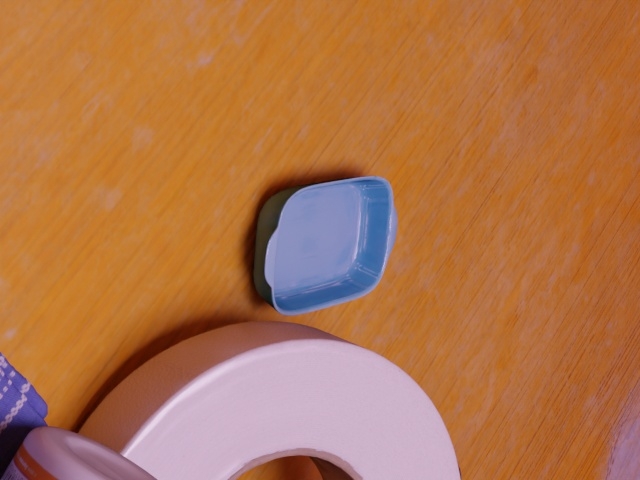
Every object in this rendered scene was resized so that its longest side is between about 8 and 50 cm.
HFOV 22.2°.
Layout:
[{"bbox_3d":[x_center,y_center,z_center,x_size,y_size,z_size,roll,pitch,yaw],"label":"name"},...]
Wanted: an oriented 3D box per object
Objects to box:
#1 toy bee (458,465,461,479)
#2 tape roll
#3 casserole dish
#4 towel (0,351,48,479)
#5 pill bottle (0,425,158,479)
[{"bbox_3d":[0.088,0.324,1.555,0.195,0.162,0.298,-13,113,-53],"label":"toy bee"},{"bbox_3d":[-0.053,0.258,1.322,0.392,0.072,0.392,-10,107,-34],"label":"tape roll"},{"bbox_3d":[0.000,0.000,1.419,0.188,0.037,0.114,-13,113,-52],"label":"casserole dish"},{"bbox_3d":[-0.324,0.116,1.026,0.243,0.040,0.336,-56,139,-22],"label":"towel"},{"bbox_3d":[-0.197,0.246,1.118,0.121,0.121,0.216,28,93,-54],"label":"pill bottle"}]
